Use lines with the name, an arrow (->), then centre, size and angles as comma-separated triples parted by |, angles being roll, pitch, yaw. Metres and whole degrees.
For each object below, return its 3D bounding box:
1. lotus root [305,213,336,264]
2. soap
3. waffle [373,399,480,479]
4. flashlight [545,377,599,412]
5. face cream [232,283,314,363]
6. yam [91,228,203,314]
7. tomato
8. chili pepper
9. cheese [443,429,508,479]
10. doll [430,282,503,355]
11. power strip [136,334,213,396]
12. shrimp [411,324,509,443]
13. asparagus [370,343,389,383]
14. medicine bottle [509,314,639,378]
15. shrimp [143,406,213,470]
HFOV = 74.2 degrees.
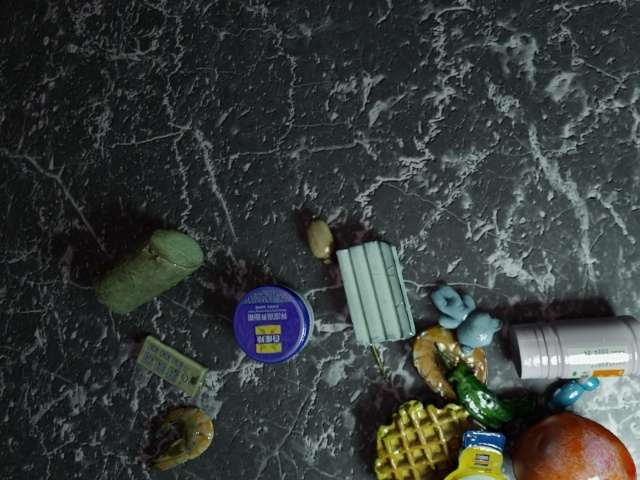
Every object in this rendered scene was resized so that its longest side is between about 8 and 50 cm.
lotus root -> 0.000, 0.000, 1.159 | 0.073, 0.062, 0.150 | -23, 78, 12
soap -> 0.146, 0.137, 1.092 | 0.150, 0.094, 0.261 | -15, 79, 17
waffle -> 0.271, 0.525, 1.011 | 0.282, 0.058, 0.300 | 4, 101, 8
flashlight -> 0.583, 0.352, 0.980 | 0.051, 0.051, 0.129 | 45, 100, 14
face cream -> -0.122, 0.221, 1.146 | 0.206, 0.111, 0.205 | -1, 86, 15
yam -> -0.511, 0.086, 1.240 | 0.305, 0.168, 0.167 | -32, 78, 12
tomato -> 0.525, 0.468, 0.891 | 0.232, 0.232, 0.188 | -38, 37, 9
chili pepper -> 0.376, 0.348, 0.974 | 0.279, 0.065, 0.122 | 33, 51, -3
cheese -> 0.348, 0.546, 0.939 | 0.177, 0.069, 0.269 | 4, 98, 6
doll -> 0.351, 0.190, 1.051 | 0.120, 0.075, 0.179 | -41, 50, 1
power strip -> -0.426, 0.377, 1.252 | 0.268, 0.034, 0.092 | 25, 91, 16
shrimp -> 0.360, 0.341, 1.036 | 0.164, 0.062, 0.316 | -42, 78, 0
asparagus -> 0.156, 0.322, 1.112 | 0.014, 0.015, 0.114 | -24, 78, 10
medicine bottle -> 0.570, 0.241, 0.949 | 0.250, 0.133, 0.133 | -6, 83, 13
shrimp -> -0.426, 0.573, 1.222 | 0.255, 0.059, 0.145 | -26, 76, 11
